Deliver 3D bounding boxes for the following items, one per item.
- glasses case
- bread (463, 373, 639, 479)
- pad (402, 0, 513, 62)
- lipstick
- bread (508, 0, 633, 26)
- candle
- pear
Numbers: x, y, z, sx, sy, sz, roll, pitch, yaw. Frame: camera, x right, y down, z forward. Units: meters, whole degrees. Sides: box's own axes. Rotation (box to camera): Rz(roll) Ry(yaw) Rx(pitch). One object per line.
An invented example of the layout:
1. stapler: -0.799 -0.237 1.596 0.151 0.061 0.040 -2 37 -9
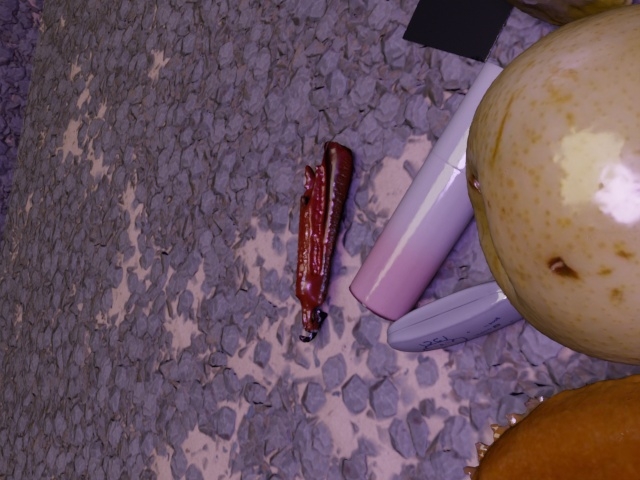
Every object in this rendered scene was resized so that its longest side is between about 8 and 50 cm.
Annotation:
1. glasses case: 0.164 0.091 0.778 0.197 0.076 0.049 -28 59 36
2. bread: 0.298 0.221 0.540 0.389 0.183 0.236 -30 63 36
3. pad: 0.216 -0.369 0.893 0.164 0.004 0.243 35 105 43
4. lipstick: 0.152 -0.054 0.818 0.087 0.087 0.326 45 111 41
5. bread: 0.268 -0.333 0.715 0.197 0.197 0.170 27 89 45
6. candle: 0.000 0.000 0.977 0.084 0.059 0.301 -4 77 53
7. pear: 0.275 -0.050 0.558 0.309 0.309 0.309 -13 71 42
